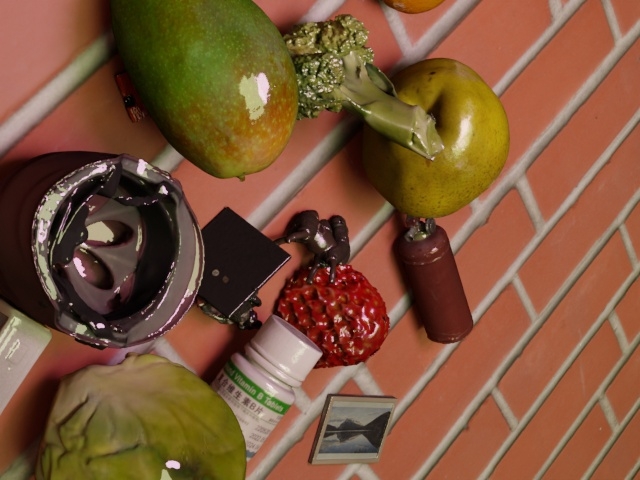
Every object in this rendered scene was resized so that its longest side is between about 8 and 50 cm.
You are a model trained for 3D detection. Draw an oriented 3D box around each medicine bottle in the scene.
[{"bbox_3d":[-0.110,0.255,1.738,0.237,0.139,0.139,-52,134,2],"label":"medicine bottle"}]

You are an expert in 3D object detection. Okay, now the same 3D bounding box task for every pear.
[{"bbox_3d":[0.207,-0.183,1.811,0.294,0.294,0.294,-16,116,-38],"label":"pear"}]

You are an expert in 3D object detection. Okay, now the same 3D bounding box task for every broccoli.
[{"bbox_3d":[0.037,-0.267,1.601,0.254,0.302,0.186,9,102,-40],"label":"broccoli"}]

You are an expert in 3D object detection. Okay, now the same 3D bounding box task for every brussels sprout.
[{"bbox_3d":[-0.279,0.345,1.556,0.344,0.344,0.268,-6,146,-41],"label":"brussels sprout"}]

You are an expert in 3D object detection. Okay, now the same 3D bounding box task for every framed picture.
[{"bbox_3d":[0.070,0.390,2.064,0.203,0.015,0.150,12,97,-44],"label":"framed picture"}]

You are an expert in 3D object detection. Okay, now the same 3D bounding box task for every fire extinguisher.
[{"bbox_3d":[0.231,0.042,2.034,0.147,0.106,0.337,-60,140,-44],"label":"fire extinguisher"}]

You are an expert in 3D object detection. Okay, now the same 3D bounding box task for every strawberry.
[{"bbox_3d":[0.042,0.167,1.852,0.233,0.178,0.234,-18,121,-32],"label":"strawberry"}]

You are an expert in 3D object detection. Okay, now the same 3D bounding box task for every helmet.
[{"bbox_3d":[-0.336,0.005,1.426,0.338,0.197,0.271,32,73,-59],"label":"helmet"}]

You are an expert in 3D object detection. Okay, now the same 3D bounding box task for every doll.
[{"bbox_3d":[0.000,0.000,1.816,0.139,0.057,0.165,48,44,-16],"label":"doll"}]

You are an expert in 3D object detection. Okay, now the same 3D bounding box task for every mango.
[{"bbox_3d":[-0.168,-0.270,1.437,0.201,0.225,0.382,-35,100,-56],"label":"mango"}]

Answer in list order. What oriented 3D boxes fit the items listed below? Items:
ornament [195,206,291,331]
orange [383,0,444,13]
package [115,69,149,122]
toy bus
[{"bbox_3d":[-0.150,0.088,1.717,0.166,0.153,0.196,-44,153,-21],"label":"ornament"},{"bbox_3d":[0.168,-0.485,1.744,0.177,0.155,0.178,-28,136,-32],"label":"orange"},{"bbox_3d":[-0.223,-0.262,1.552,0.200,0.022,0.083,-34,125,-27],"label":"package"},{"bbox_3d":[-0.513,0.237,1.389,0.097,0.138,0.343,43,74,-45],"label":"toy bus"}]
